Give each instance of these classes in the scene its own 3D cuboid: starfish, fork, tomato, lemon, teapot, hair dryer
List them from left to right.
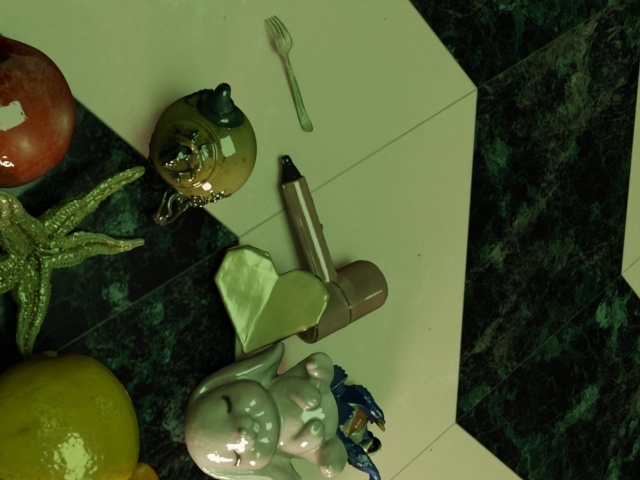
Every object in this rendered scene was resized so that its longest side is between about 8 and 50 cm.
[{"bbox_3d":[-0.441,-0.178,1.219,0.208,0.208,0.184,-55,144,-18],"label":"tomato"},{"bbox_3d":[-0.409,0.028,1.345,0.358,0.078,0.347,-2,119,-63],"label":"starfish"},{"bbox_3d":[-0.391,0.271,1.324,0.240,0.240,0.219,-9,82,-37],"label":"lemon"},{"bbox_3d":[-0.203,-0.132,1.427,0.269,0.173,0.182,-57,173,18],"label":"teapot"},{"bbox_3d":[-0.051,-0.295,1.621,0.034,0.028,0.219,-33,116,-34],"label":"fork"},{"bbox_3d":[0.000,0.000,1.675,0.189,0.107,0.344,-25,106,-30],"label":"hair dryer"}]

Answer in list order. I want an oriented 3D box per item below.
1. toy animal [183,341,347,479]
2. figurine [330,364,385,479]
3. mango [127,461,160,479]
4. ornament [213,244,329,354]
[{"bbox_3d":[-0.111,0.324,1.585,0.265,0.206,0.271,-9,88,-28],"label":"toy animal"},{"bbox_3d":[0.050,0.359,1.763,0.164,0.121,0.262,-77,150,-48],"label":"figurine"},{"bbox_3d":[-0.324,0.488,1.477,0.154,0.126,0.252,16,81,-28],"label":"mango"},{"bbox_3d":[-0.100,0.115,1.580,0.201,0.059,0.180,25,88,-2],"label":"ornament"}]
